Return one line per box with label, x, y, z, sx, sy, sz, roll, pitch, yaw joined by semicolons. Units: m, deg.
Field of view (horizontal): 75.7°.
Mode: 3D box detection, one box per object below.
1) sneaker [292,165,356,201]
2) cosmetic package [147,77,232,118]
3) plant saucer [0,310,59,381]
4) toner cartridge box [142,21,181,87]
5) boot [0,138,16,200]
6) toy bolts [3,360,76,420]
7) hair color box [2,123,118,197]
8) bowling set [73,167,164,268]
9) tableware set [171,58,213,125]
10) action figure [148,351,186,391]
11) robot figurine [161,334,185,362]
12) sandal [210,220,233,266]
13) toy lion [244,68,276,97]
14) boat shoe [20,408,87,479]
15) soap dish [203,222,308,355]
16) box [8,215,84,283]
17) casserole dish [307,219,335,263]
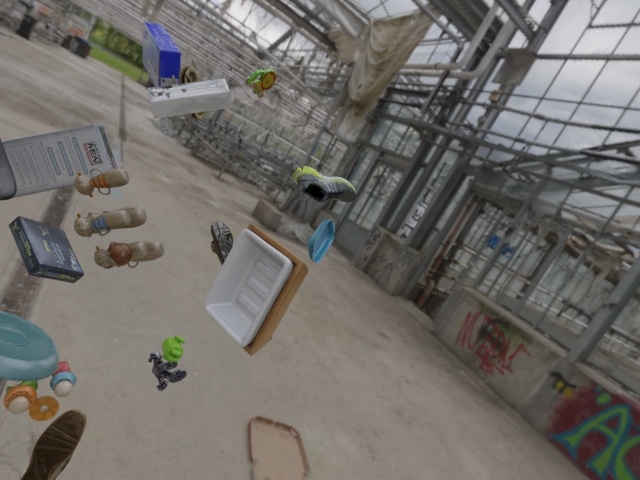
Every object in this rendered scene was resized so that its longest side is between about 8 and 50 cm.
sneaker;0.023;-0.205;1.725;0.300;0.111;0.121;12;45;-27
cosmetic package;-0.405;-0.445;1.284;0.239;0.060;0.099;-14;50;-15
plant saucer;-0.888;0.280;1.161;0.317;0.043;0.317;34;-4;3
toner cartridge box;-0.607;-0.690;1.561;0.075;0.165;0.348;-6;41;-31
boot;-0.970;-0.291;1.173;0.118;0.338;0.223;-26;8;-39
toy bolts;-1.040;0.601;1.571;0.158;0.228;0.218;21;-43;56
hair color box;-0.928;-0.276;1.432;0.374;0.185;0.113;-13;17;-7
bowling set;-0.512;-0.015;0.983;0.154;0.287;0.200;-12;30;2
tableware set;-0.426;-0.501;1.411;0.039;0.128;0.194;15;-38;17
action figure;-0.734;0.603;1.914;0.099;0.285;0.185;-27;94;-42
robot figurine;-0.552;0.405;1.536;0.067;0.101;0.115;31;0;-36
sandal;-0.339;0.032;1.419;0.090;0.060;0.219;11;52;-57
toy lion;-0.187;-0.518;1.333;0.034;0.096;0.100;44;4;17
boat shoe;-0.936;0.754;1.447;0.123;0.342;0.123;25;-15;-10
soap dish;-0.178;0.132;1.150;0.229;0.291;0.118;33;7;33
box;-0.967;0.035;1.460;0.232;0.059;0.183;51;4;22
casserole dish;0.000;0.000;1.524;0.037;0.114;0.188;13;47;23
